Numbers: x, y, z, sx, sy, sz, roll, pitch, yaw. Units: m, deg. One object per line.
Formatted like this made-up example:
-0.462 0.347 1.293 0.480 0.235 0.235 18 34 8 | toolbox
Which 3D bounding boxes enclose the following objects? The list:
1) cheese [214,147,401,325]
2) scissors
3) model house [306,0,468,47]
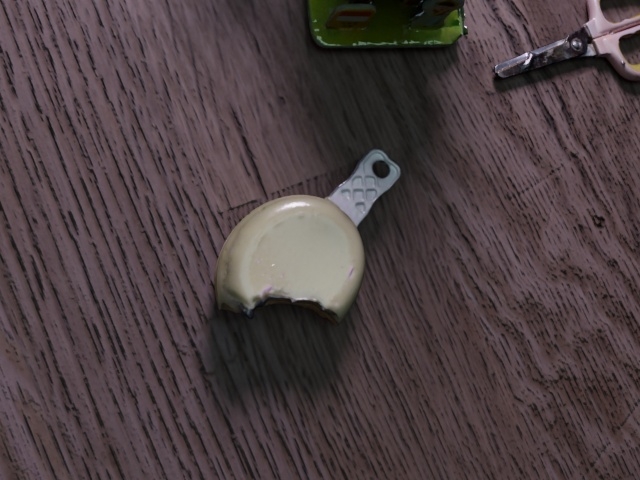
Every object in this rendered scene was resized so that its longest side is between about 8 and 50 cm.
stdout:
-0.014 -0.015 0.814 0.164 0.071 0.248 23 76 -10 | cheese
0.373 -0.274 0.977 0.318 0.024 0.160 -22 86 -16 | scissors
0.043 -0.412 0.766 0.340 0.323 0.300 -4 81 -14 | model house
